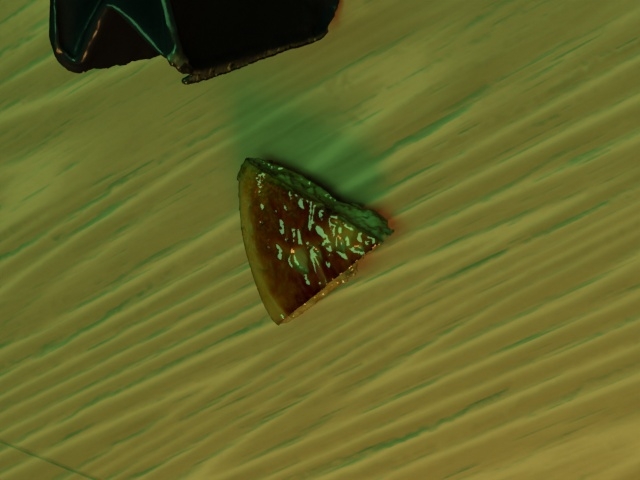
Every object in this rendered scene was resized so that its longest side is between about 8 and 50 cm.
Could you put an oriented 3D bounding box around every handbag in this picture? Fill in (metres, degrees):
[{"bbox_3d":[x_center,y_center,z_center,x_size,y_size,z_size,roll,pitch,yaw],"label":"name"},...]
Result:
[{"bbox_3d":[-0.104,-0.301,1.405,0.122,0.303,0.329,2,104,25],"label":"handbag"}]

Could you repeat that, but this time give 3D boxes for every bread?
[{"bbox_3d":[-0.016,0.014,1.588,0.154,0.054,0.136,28,114,25],"label":"bread"}]
